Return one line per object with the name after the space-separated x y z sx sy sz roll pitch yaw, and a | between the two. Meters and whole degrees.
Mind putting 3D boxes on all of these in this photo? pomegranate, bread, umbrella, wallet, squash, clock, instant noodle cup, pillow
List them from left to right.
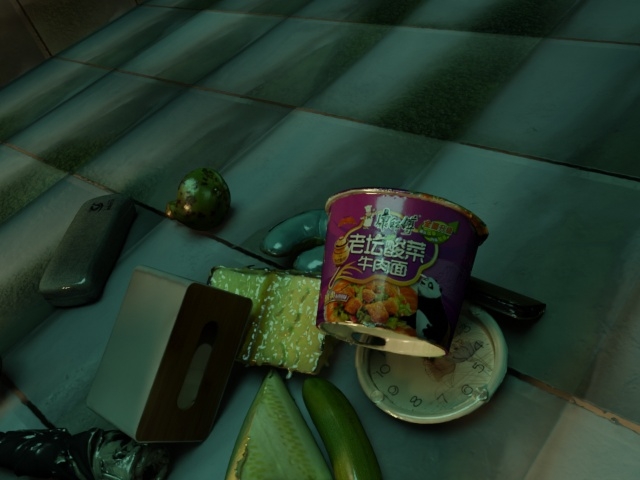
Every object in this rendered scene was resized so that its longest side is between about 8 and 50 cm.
-0.413 0.340 0.950 0.358 0.113 0.106 -1 67 21 | umbrella
-0.281 -0.079 1.354 0.169 0.122 0.143 -40 -1 29 | pomegranate
-0.110 0.291 0.883 0.093 0.170 0.252 -61 39 20 | squash
-0.090 0.134 1.036 0.266 0.142 0.178 5 86 23 | bread
0.000 0.000 1.139 0.214 0.086 0.233 -20 30 -33 | pillow
0.036 0.296 0.854 0.069 0.069 0.258 -25 42 -5 | squash
0.107 0.059 0.864 0.251 0.251 0.190 5 71 26 | instant noodle cup
0.173 0.188 0.926 0.237 0.053 0.236 -12 43 12 | clock
0.263 0.083 0.979 0.198 0.110 0.031 21 100 36 | wallet

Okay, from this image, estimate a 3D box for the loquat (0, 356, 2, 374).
-0.717 0.272 1.102 0.227 0.179 0.179 -36 43 -12 | loquat

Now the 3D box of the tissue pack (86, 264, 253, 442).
-0.242 0.180 0.950 0.136 0.159 0.246 14 83 35 | tissue pack

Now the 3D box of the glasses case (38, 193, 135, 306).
-0.542 0.015 1.382 0.131 0.074 0.323 -8 42 12 | glasses case
